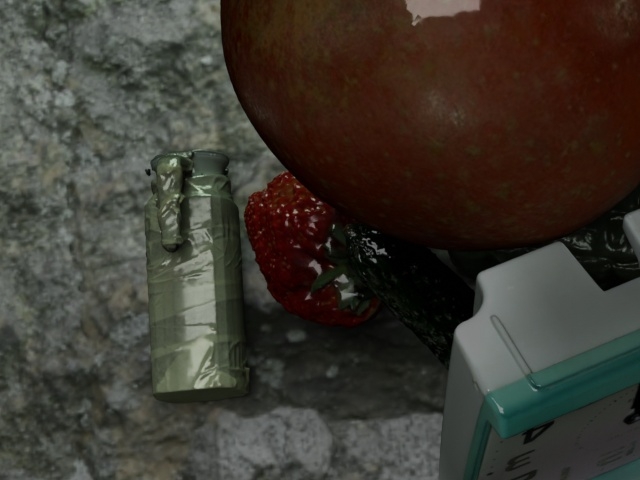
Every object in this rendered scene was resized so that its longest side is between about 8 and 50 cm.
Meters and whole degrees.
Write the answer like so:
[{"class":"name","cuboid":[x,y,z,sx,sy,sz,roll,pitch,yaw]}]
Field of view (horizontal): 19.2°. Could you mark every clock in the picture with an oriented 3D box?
[{"class":"clock","cuboid":[0.204,0.089,1.333,0.262,0.231,0.116,-20,60,-14]}]

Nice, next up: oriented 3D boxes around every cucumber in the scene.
[{"class":"cucumber","cuboid":[0.106,0.067,1.435,0.067,0.067,0.245,-41,103,1]}]

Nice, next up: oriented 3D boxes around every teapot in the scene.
[{"class":"teapot","cuboid":[-0.107,0.025,1.518,0.077,0.107,0.200,-8,75,14]}]

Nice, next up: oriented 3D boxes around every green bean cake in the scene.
[{"class":"green bean cake","cuboid":[0.197,-0.056,1.478,0.183,0.094,0.185,9,75,16]}]

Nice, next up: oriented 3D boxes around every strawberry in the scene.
[{"class":"strawberry","cuboid":[0.006,0.003,1.503,0.131,0.148,0.131,-4,99,-24]}]

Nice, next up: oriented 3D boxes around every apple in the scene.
[{"class":"apple","cuboid":[0.108,-0.157,1.311,0.348,0.277,0.348,-21,37,17]}]
